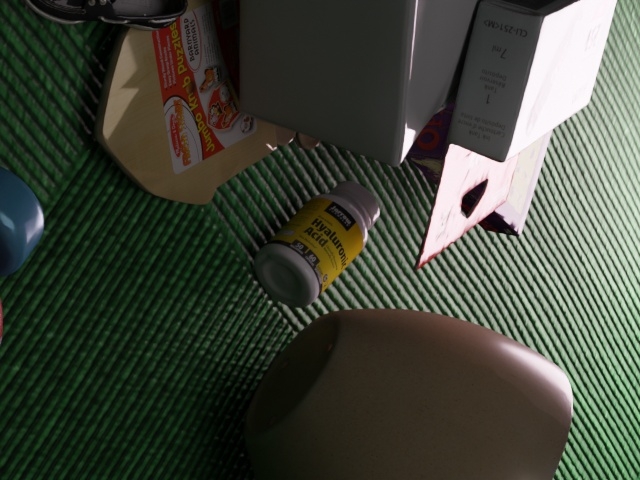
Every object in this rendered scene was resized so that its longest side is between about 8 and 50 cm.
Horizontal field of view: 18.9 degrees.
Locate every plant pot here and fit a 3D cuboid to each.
[{"bbox_3d":[0.048,0.166,1.634,0.191,0.284,0.284,38,65,-15],"label":"plant pot"}]

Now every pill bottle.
[{"bbox_3d":[0.000,0.000,1.659,0.116,0.065,0.065,-47,132,-37],"label":"pill bottle"}]

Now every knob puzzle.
[{"bbox_3d":[-0.114,-0.118,1.510,0.213,0.030,0.213,-18,113,-50],"label":"knob puzzle"}]

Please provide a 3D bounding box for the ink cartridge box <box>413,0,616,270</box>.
[{"bbox_3d":[0.175,-0.106,1.665,0.275,0.060,0.239,-33,138,-64],"label":"ink cartridge box"}]

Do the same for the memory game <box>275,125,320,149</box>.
[{"bbox_3d":[-0.012,-0.169,1.645,0.186,0.012,0.186,-16,111,-50],"label":"memory game"}]

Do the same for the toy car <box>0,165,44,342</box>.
[{"bbox_3d":[-0.286,0.094,1.218,0.238,0.210,0.219,82,27,-42],"label":"toy car"}]

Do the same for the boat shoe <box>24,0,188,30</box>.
[{"bbox_3d":[-0.156,-0.178,1.407,0.125,0.038,0.046,10,78,-33],"label":"boat shoe"}]

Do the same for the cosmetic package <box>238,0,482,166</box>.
[{"bbox_3d":[0.049,-0.276,1.455,0.217,0.156,0.385,-51,155,-43],"label":"cosmetic package"}]

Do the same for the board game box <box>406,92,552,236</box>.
[{"bbox_3d":[0.186,-0.200,1.846,0.208,0.056,0.347,42,63,-60],"label":"board game box"}]
